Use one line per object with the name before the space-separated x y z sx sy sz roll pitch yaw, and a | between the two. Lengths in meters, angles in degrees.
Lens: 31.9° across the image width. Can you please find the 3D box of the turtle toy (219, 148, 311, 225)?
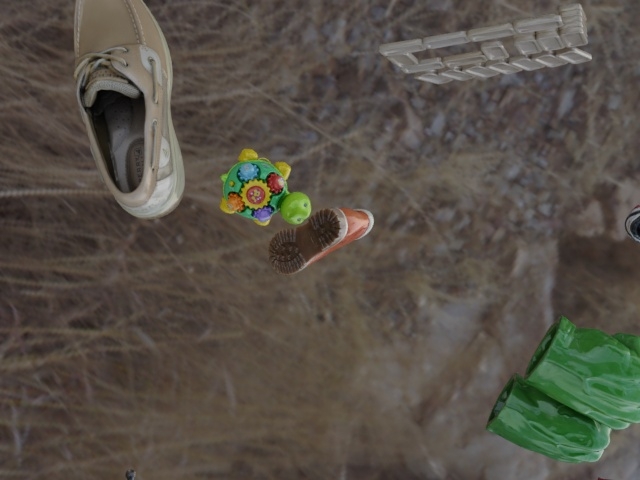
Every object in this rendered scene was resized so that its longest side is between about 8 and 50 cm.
turtle toy | -0.074 -0.062 1.516 0.130 0.066 0.095 21 102 -9

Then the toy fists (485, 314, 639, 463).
toy fists | 0.313 0.190 1.374 0.096 0.142 0.279 -59 174 -34

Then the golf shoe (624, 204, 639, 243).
golf shoe | 0.472 0.003 1.394 0.086 0.186 0.067 -29 130 -67

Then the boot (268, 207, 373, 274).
boot | 0.000 0.000 1.469 0.084 0.158 0.059 -12 79 -47

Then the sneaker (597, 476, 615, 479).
sneaker | 0.270 0.275 1.090 0.067 0.042 0.118 -51 165 -33

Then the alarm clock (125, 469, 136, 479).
alarm clock | -0.143 0.267 0.764 0.064 0.129 0.192 10 104 -45

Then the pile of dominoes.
pile of dominoes | 0.223 -0.261 1.476 0.196 0.251 0.040 19 67 -68

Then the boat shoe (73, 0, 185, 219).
boat shoe | -0.256 -0.199 1.443 0.121 0.341 0.110 -20 166 9
